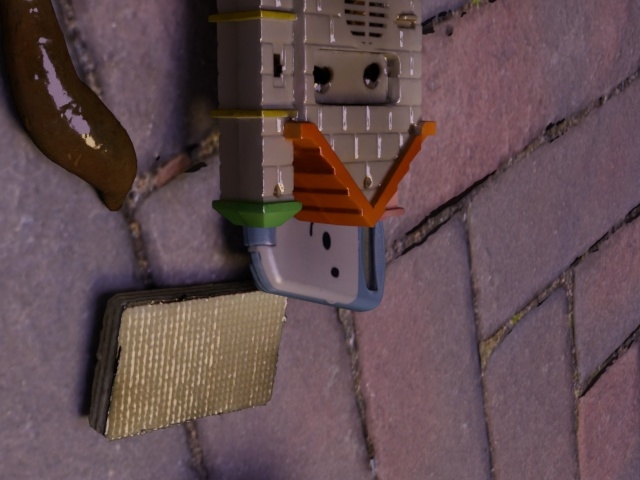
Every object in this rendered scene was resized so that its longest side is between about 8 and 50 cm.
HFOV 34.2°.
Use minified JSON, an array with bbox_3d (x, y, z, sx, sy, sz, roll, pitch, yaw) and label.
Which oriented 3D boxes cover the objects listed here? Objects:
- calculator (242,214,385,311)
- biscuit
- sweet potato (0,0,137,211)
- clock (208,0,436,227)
[{"bbox_3d":[0.000,0.000,0.980,0.210,0.039,0.121,17,70,-50],"label":"calculator"},{"bbox_3d":[-0.111,0.098,0.908,0.199,0.041,0.121,-2,107,-50],"label":"biscuit"},{"bbox_3d":[-0.189,-0.111,0.739,0.069,0.059,0.249,-62,139,-44],"label":"sweet potato"},{"bbox_3d":[0.001,-0.140,0.878,0.220,0.106,0.255,-7,100,-47],"label":"clock"}]
